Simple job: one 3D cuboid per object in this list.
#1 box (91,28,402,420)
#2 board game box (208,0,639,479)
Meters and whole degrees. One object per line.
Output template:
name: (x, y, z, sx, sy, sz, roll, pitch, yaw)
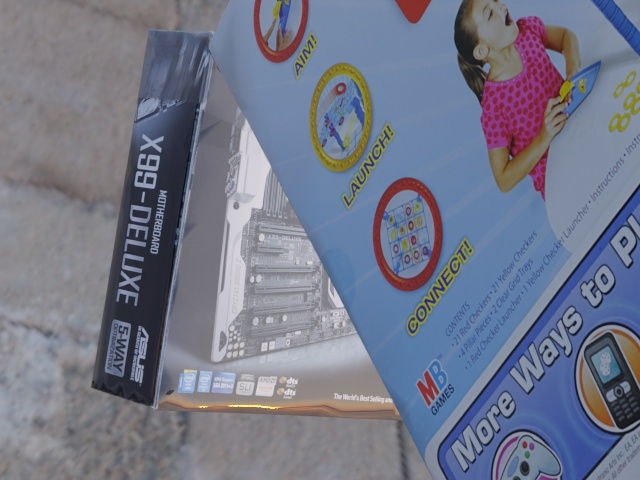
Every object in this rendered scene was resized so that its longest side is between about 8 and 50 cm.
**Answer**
box: (0.000, 0.000, 1.094, 0.307, 0.076, 0.243, 10, 90, -43)
board game box: (0.102, -0.080, 0.542, 0.086, 0.308, 0.302, 0, 47, -34)
